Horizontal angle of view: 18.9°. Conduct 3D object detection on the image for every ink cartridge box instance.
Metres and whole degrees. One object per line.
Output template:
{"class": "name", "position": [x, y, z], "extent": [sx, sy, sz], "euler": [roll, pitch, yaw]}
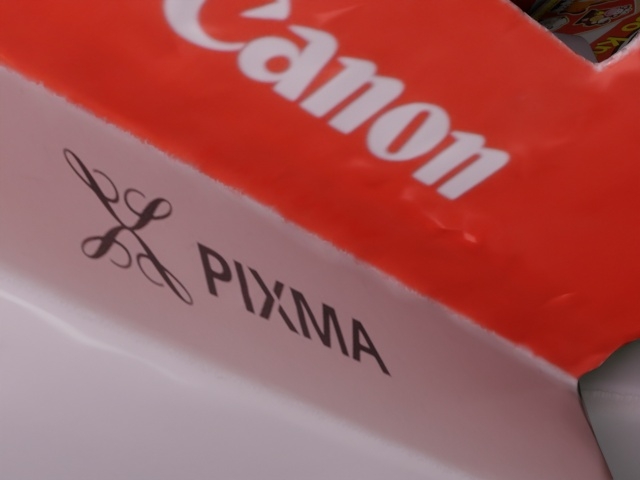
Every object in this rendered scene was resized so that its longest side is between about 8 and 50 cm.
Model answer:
{"class": "ink cartridge box", "position": [-0.019, 0.010, 0.373], "extent": [0.239, 0.060, 0.275], "euler": [-34, 140, 26]}

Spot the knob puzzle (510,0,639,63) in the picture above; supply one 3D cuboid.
{"class": "knob puzzle", "position": [0.092, -0.077, 0.670], "extent": [0.213, 0.030, 0.213], "euler": [-11, 165, -3]}

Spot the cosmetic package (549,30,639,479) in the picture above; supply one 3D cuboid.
{"class": "cosmetic package", "position": [-0.064, 0.097, 0.654], "extent": [0.217, 0.156, 0.385], "euler": [6, 138, -29]}
